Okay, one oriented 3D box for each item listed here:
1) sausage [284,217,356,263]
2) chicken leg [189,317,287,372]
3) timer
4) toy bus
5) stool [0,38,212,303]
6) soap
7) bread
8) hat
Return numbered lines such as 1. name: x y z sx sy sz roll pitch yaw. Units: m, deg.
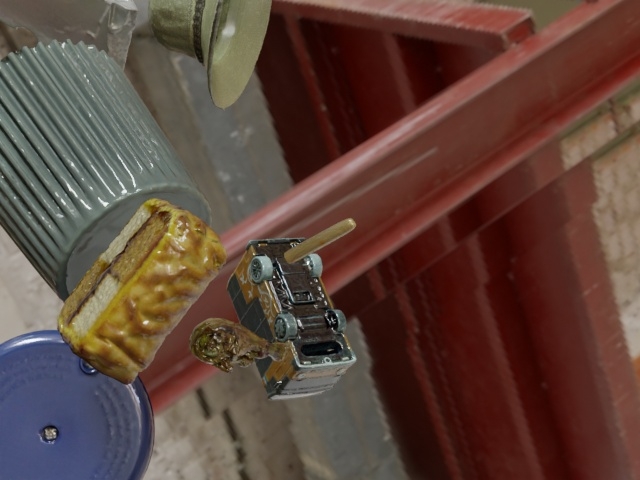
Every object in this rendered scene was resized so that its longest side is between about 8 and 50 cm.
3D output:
1. sausage: 0.000 0.000 1.917 0.024 0.132 0.024 50 22 -29
2. chicken leg: -0.124 0.170 1.871 0.070 0.178 0.093 -39 -125 32
3. timer: -0.379 0.266 1.736 0.270 0.270 0.383 57 -10 -1
4. toy bus: -0.058 0.147 2.183 0.167 0.138 0.275 -56 -133 43
5. stool: -0.344 -0.086 1.770 0.330 0.297 0.297 48 -25 32
6. soap: -0.501 -0.430 2.142 0.258 0.302 0.159 60 -45 33
7. bread: -0.220 0.054 1.453 0.096 0.222 0.181 38 0 -26
8. hat: -0.159 -0.313 1.600 0.130 0.257 0.257 16 -36 8
